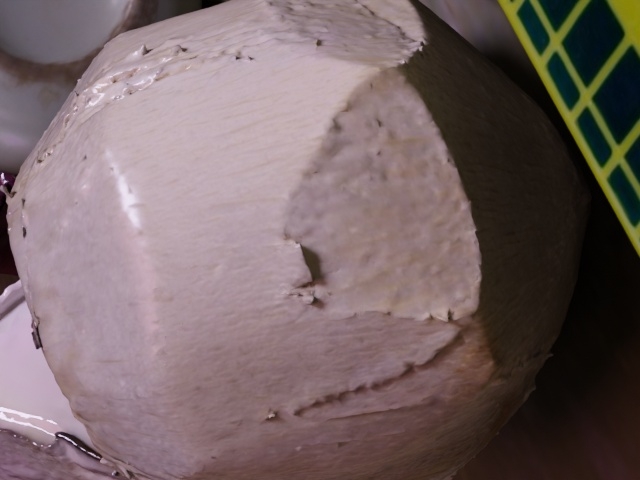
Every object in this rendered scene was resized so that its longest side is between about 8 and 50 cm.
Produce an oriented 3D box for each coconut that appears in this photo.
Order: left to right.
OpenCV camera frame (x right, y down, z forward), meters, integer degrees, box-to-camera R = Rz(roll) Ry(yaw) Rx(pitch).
[{"bbox_3d":[0.000,0.000,0.836,0.245,0.247,0.245,-18,-90,-85],"label":"coconut"}]

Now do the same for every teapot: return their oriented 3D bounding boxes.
[{"bbox_3d":[-0.229,-0.124,1.102,0.149,0.318,0.220,156,105,-72],"label":"teapot"}]

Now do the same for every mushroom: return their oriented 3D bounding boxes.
[{"bbox_3d":[-0.083,0.100,1.095,0.236,0.173,0.162,14,65,18],"label":"mushroom"}]

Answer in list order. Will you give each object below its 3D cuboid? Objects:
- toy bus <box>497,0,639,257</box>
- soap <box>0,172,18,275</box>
[{"bbox_3d":[0.175,-0.046,0.661,0.150,0.128,0.262,-58,47,46],"label":"toy bus"},{"bbox_3d":[-0.251,-0.060,1.317,0.289,0.112,0.182,-38,63,52],"label":"soap"}]
